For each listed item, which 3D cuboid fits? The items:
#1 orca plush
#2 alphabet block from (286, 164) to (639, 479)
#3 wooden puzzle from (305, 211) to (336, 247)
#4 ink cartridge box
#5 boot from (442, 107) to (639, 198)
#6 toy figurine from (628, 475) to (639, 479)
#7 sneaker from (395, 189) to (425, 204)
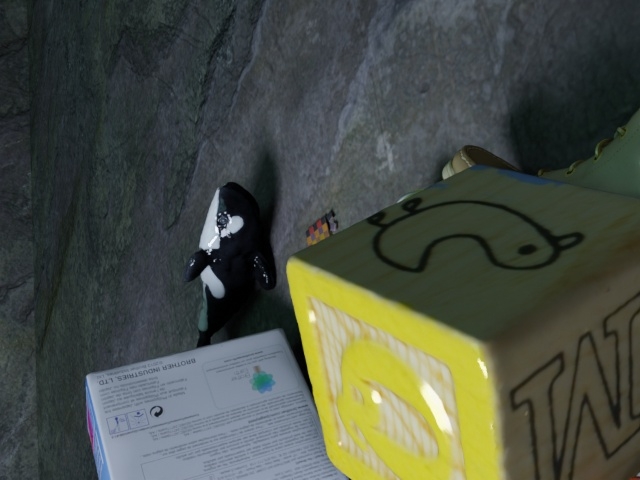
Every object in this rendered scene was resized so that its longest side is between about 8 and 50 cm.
[{"bbox_3d":[-0.122,0.059,1.119,0.102,0.151,0.287,27,112,19],"label":"orca plush"},{"bbox_3d":[0.120,0.078,0.546,0.192,0.197,0.194,19,129,50],"label":"alphabet block"},{"bbox_3d":[0.000,0.000,1.022,0.083,0.006,0.049,-38,58,48],"label":"wooden puzzle"},{"bbox_3d":[-0.109,0.324,0.919,0.151,0.269,0.396,101,149,-45],"label":"ink cartridge box"},{"bbox_3d":[0.227,-0.064,0.609,0.262,0.095,0.204,45,126,39],"label":"boot"},{"bbox_3d":[0.299,0.232,0.467,0.209,0.148,0.213,-20,70,47],"label":"toy figurine"},{"bbox_3d":[0.121,0.071,0.772,0.126,0.091,0.240,7,99,49],"label":"sneaker"}]
